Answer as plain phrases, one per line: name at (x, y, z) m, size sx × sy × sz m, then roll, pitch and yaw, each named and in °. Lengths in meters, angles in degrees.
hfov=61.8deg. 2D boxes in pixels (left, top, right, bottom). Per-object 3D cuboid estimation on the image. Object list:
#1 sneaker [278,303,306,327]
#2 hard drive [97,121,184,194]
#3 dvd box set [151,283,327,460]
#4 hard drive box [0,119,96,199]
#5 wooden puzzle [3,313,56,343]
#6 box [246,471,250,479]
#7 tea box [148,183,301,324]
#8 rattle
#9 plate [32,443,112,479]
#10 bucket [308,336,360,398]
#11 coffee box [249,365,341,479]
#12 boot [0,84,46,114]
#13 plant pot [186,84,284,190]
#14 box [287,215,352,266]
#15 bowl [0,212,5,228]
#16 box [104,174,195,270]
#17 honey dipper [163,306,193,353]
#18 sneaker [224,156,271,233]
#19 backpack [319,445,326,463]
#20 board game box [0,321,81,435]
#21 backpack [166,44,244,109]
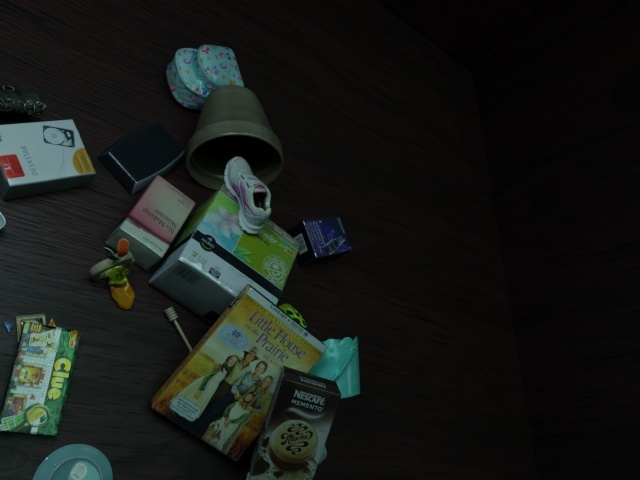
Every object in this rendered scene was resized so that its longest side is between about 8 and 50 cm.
sneaker at (-0.151, 0.290, 1.773) m, size 0.109 × 0.123 × 0.295 m, roll 52°, pitch 23°, yaw 17°
hard drive at (-0.563, -0.275, 1.721) m, size 0.172 × 0.054 × 0.254 m, roll 51°, pitch 45°, yaw -10°
dvd box set at (-0.222, 0.377, 1.521) m, size 0.308 × 0.062 × 0.420 m, roll 42°, pitch 84°, yaw -19°
hard drive box at (-0.778, -0.227, 1.481) m, size 0.232 × 0.089 × 0.181 m, roll -21°, pitch 83°, yaw -45°
wooden puzzle at (-0.728, 0.221, 1.351) m, size 0.116 × 0.014 × 0.078 m, roll -10°, pitch 76°, yaw -44°
box at (-0.155, 0.724, 1.545) m, size 0.102 × 0.101 × 0.087 m, roll 33°, pitch 50°, yaw -28°
tea box at (-0.287, 0.068, 1.674) m, size 0.329 × 0.220 × 0.323 m, roll 38°, pitch 46°, yaw -21°
rattle at (-0.542, 0.097, 1.446) m, size 0.130 × 0.200 × 0.142 m, roll 2°, pitch 68°, yaw -41°
plate at (-0.590, 0.586, 1.282) m, size 0.188 × 0.024 × 0.188 m, roll 19°, pitch 58°, yaw -33°
bucket at (-0.002, 0.416, 1.726) m, size 0.281 × 0.281 × 0.183 m, roll 3°, pitch 74°, yaw -41°
coffee box at (-0.071, 0.522, 1.482) m, size 0.168 × 0.119 × 0.297 m, roll 18°, pitch 93°, yaw -6°
boot at (-0.854, -0.366, 1.422) m, size 0.229 × 0.091 × 0.263 m, roll -5°, pitch 39°, yaw -41°
plant pot at (-0.298, -0.366, 1.830) m, size 0.323 × 0.323 × 0.280 m, roll 14°, pitch 55°, yaw -37°
box at (0.000, 0.000, 2.048) m, size 0.207 × 0.108 × 0.153 m, roll -12°, pitch 77°, yaw -44°
bowl at (-0.882, -0.052, 1.324) m, size 0.142 × 0.053 × 0.142 m, roll 51°, pitch 46°, yaw -9°
box at (-0.507, -0.054, 1.608) m, size 0.149 × 0.127 × 0.232 m, roll 39°, pitch 48°, yaw -22°
honey dipper at (-0.416, 0.273, 1.593) m, size 0.030 × 0.030 × 0.160 m, roll -29°, pitch 92°, yaw -46°
sneaker at (-0.208, -0.153, 1.630) m, size 0.103 × 0.111 × 0.252 m, roll -7°, pitch 70°, yaw -47°
backpack at (-0.085, 0.631, 1.631) m, size 0.188 × 0.144 × 0.165 m, roll -16°, pitch 85°, yaw -38°
board game box at (-0.686, 0.337, 1.309) m, size 0.136 × 0.030 × 0.259 m, roll 21°, pitch 60°, yaw -36°
backpack at (-0.415, -0.585, 1.928) m, size 0.254 × 0.191 × 0.225 m, roll -8°, pitch 76°, yaw -39°
